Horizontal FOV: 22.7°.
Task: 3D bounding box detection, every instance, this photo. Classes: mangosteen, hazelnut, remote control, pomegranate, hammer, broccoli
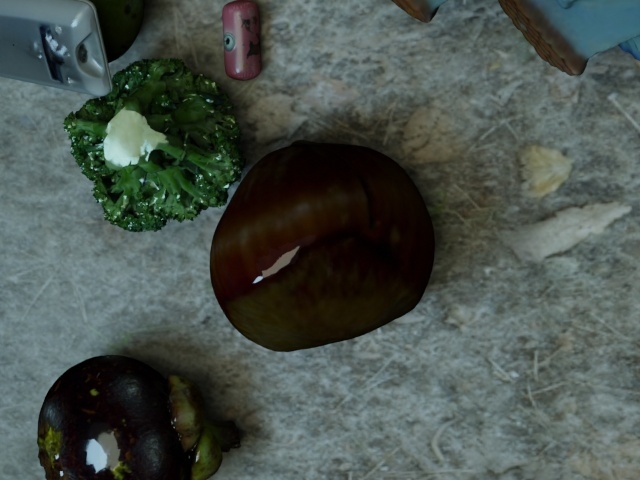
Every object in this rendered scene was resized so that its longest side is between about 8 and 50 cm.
[{"bbox_3d":[-0.191,0.209,1.703,0.217,0.192,0.192,-10,99,-24],"label":"mangosteen"},{"bbox_3d":[0.000,0.000,1.606,0.229,0.229,0.229,2,100,13],"label":"hazelnut"},{"bbox_3d":[-0.359,-0.211,1.614,0.313,0.055,0.109,13,134,23],"label":"remote control"},{"bbox_3d":[-0.246,-0.266,1.645,0.148,0.148,0.169,6,94,12],"label":"pomegranate"},{"bbox_3d":[-0.083,-0.208,1.662,0.043,0.043,0.083,1,101,13],"label":"hammer"},{"bbox_3d":[-0.170,-0.097,1.643,0.195,0.156,0.195,1,97,6],"label":"broccoli"}]

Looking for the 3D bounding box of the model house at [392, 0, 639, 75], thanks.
[{"bbox_3d":[0.228,-0.295,1.503,0.329,0.252,0.295,-26,117,38],"label":"model house"}]
